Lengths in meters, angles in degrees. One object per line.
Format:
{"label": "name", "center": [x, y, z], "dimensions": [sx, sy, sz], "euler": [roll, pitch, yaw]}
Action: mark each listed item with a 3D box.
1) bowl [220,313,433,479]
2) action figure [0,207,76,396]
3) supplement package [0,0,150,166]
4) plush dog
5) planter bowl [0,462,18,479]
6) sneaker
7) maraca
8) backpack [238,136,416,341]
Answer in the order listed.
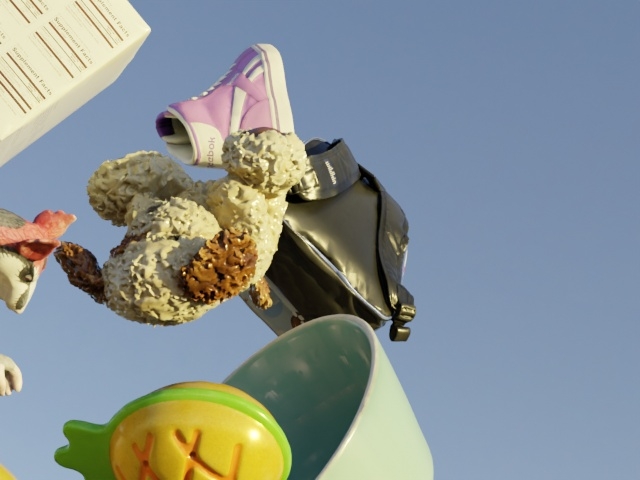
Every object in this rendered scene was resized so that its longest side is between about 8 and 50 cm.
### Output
{"label": "bowl", "center": [-0.014, 0.241, 1.344], "dimensions": [0.163, 0.311, 0.311], "euler": [46, -39, -22]}
{"label": "action figure", "center": [-0.376, 0.013, 1.108], "dimensions": [0.370, 0.275, 0.248], "euler": [-15, -8, 0]}
{"label": "supplement package", "center": [-0.322, -0.196, 1.492], "dimensions": [0.149, 0.203, 0.194], "euler": [51, -22, -5]}
{"label": "plush dog", "center": [-0.140, 0.015, 1.449], "dimensions": [0.262, 0.225, 0.210], "euler": [-8, -72, 29]}
{"label": "planter bowl", "center": [-0.265, 0.218, 0.992], "dimensions": [0.090, 0.217, 0.217], "euler": [12, -21, -39]}
{"label": "sneaker", "center": [-0.124, -0.172, 1.728], "dimensions": [0.161, 0.282, 0.102], "euler": [-1, -63, -7]}
{"label": "maraca", "center": [-0.112, 0.164, 1.055], "dimensions": [0.186, 0.099, 0.127], "euler": [-13, -60, 20]}
{"label": "backpack", "center": [0.000, 0.000, 1.846], "dimensions": [0.213, 0.263, 0.276], "euler": [-29, -72, 32]}
